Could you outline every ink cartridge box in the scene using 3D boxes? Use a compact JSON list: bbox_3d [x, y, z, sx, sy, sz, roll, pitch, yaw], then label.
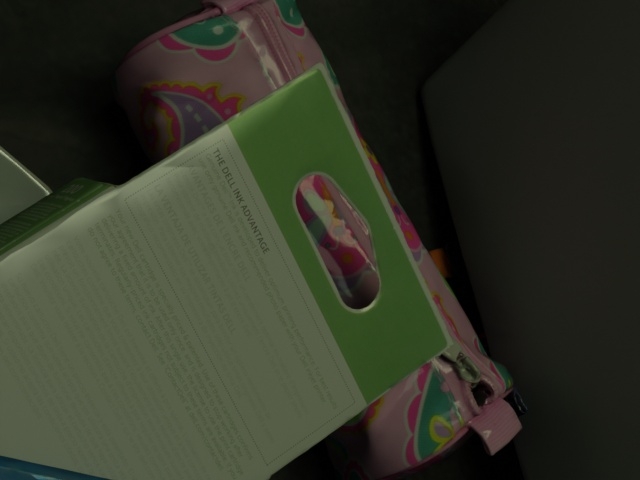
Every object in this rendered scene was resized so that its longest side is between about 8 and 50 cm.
[{"bbox_3d":[-0.068,0.043,0.724,0.235,0.056,0.171,-35,112,-23],"label":"ink cartridge box"}]

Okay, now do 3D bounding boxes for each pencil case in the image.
[{"bbox_3d":[0.000,0.000,0.832,0.124,0.124,0.284,-30,89,-39],"label":"pencil case"}]

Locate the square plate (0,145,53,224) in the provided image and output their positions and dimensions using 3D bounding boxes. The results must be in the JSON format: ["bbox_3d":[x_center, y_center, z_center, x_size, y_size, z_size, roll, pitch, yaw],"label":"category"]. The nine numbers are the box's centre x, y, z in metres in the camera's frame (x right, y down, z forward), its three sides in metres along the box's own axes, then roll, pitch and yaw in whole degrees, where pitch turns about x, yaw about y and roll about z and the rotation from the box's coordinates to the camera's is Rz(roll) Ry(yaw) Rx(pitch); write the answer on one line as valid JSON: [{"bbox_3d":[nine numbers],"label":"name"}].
[{"bbox_3d":[-0.334,-0.001,0.646,0.347,0.049,0.344,41,53,-15],"label":"square plate"}]

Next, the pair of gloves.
[{"bbox_3d":[0.105,0.034,0.960,0.074,0.010,0.083,-17,79,-37],"label":"pair of gloves"}]

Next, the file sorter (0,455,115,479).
[{"bbox_3d":[-0.125,0.168,0.631,0.170,0.104,0.118,15,106,-13],"label":"file sorter"}]

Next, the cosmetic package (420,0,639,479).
[{"bbox_3d":[0.335,-0.020,0.905,0.393,0.329,0.327,8,56,-32],"label":"cosmetic package"}]
